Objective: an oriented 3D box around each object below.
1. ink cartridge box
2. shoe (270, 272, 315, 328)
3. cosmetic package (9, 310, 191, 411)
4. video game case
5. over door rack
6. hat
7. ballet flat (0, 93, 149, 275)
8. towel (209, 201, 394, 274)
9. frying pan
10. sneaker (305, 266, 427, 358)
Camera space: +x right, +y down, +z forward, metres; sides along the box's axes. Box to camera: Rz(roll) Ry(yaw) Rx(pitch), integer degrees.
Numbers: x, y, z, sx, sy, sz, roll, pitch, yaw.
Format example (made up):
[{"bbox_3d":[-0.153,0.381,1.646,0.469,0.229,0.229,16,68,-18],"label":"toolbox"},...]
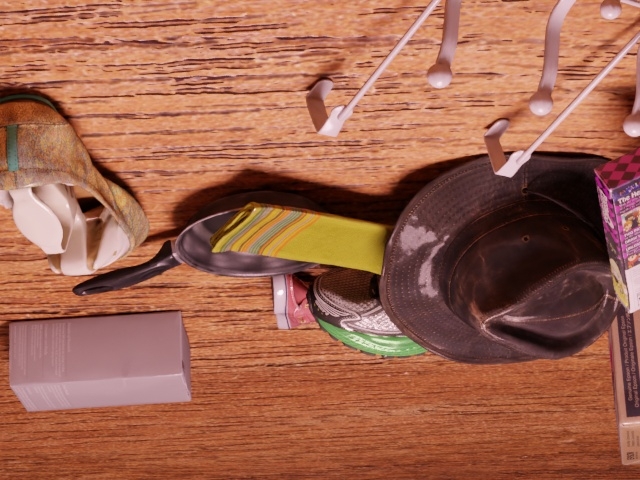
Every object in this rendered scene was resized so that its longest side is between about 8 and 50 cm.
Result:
[{"bbox_3d":[0.460,0.199,1.998,0.088,0.193,0.234,-6,155,10],"label":"ink cartridge box"},{"bbox_3d":[-0.021,0.070,1.802,0.081,0.063,0.178,-5,161,0],"label":"shoe"},{"bbox_3d":[-0.299,0.168,1.928,0.238,0.107,0.127,-5,156,-4],"label":"cosmetic package"},{"bbox_3d":[0.406,-0.045,1.466,0.232,0.042,0.210,-26,138,-3],"label":"video game case"},{"bbox_3d":[0.171,-0.144,1.291,0.240,0.108,0.324,11,152,-28],"label":"over door rack"},{"bbox_3d":[0.238,0.057,1.578,0.331,0.134,0.331,-7,128,-9],"label":"hat"},{"bbox_3d":[-0.267,-0.027,1.476,0.123,0.123,0.348,-7,156,8],"label":"ballet flat"},{"bbox_3d":[0.000,0.000,1.593,0.237,0.021,0.102,9,151,-31],"label":"towel"},{"bbox_3d":[-0.118,0.015,1.666,0.326,0.053,0.197,-23,150,37],"label":"frying pan"},{"bbox_3d":[0.153,0.049,1.733,0.344,0.134,0.146,-5,140,0],"label":"sneaker"}]
